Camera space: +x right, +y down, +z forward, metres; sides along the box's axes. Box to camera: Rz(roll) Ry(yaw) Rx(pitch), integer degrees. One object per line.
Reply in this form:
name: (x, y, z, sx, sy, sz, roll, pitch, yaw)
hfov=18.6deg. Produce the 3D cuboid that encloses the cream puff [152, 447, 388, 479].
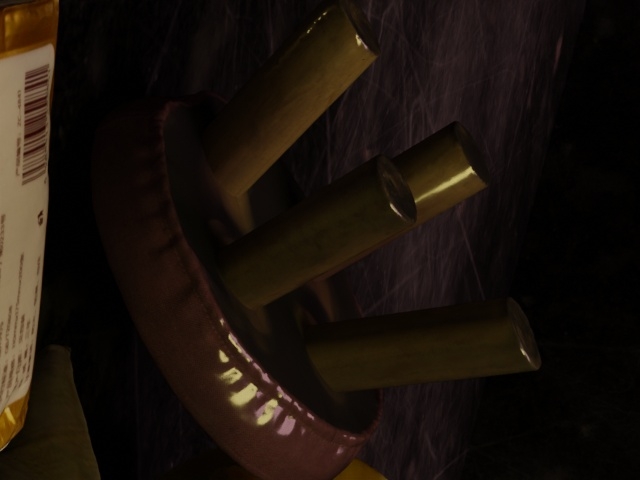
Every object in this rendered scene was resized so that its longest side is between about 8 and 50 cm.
cream puff: (-0.063, 0.279, 1.300, 0.323, 0.274, 0.270, -1, 67, -58)

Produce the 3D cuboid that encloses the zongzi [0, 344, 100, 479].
zongzi: (-0.145, 0.184, 0.879, 0.356, 0.174, 0.393, 131, -26, -66)

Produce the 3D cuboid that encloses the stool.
stool: (0.000, 0.000, 1.208, 0.272, 0.178, 0.272, 51, 20, -28)

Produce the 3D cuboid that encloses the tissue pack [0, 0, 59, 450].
tissue pack: (-0.186, 0.001, 0.877, 0.183, 0.092, 0.226, -36, 136, -70)
